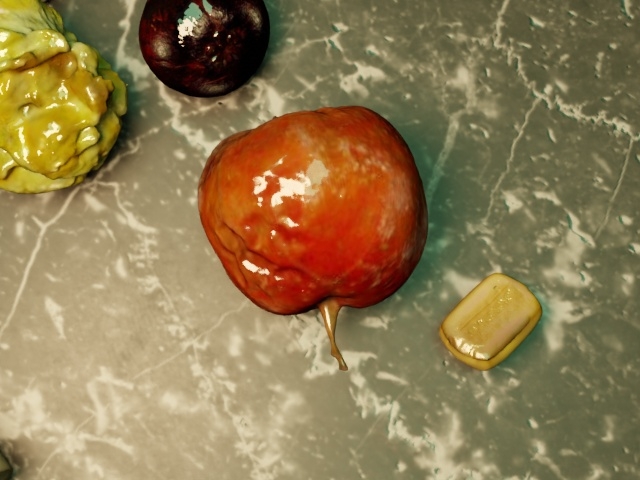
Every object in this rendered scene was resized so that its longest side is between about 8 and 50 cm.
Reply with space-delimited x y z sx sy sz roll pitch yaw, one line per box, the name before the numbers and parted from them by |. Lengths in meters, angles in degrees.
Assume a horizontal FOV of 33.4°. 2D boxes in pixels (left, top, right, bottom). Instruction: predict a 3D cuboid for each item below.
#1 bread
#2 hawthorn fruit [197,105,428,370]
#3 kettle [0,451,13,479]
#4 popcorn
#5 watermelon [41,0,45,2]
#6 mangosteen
bread | 0.187 0.094 1.174 0.082 0.056 0.115 35 66 24
hawthorn fruit | 0.000 0.000 1.103 0.242 0.242 0.271 -12 89 -3
kettle | -0.476 0.195 1.082 0.240 0.165 0.255 -32 82 -31
popcorn | -0.320 -0.152 1.136 0.221 0.183 0.204 28 98 -27
watermelon | -0.439 -0.381 1.203 0.305 0.180 0.224 50 40 10
mangosteen | -0.133 -0.235 1.186 0.153 0.152 0.152 0 81 -1
